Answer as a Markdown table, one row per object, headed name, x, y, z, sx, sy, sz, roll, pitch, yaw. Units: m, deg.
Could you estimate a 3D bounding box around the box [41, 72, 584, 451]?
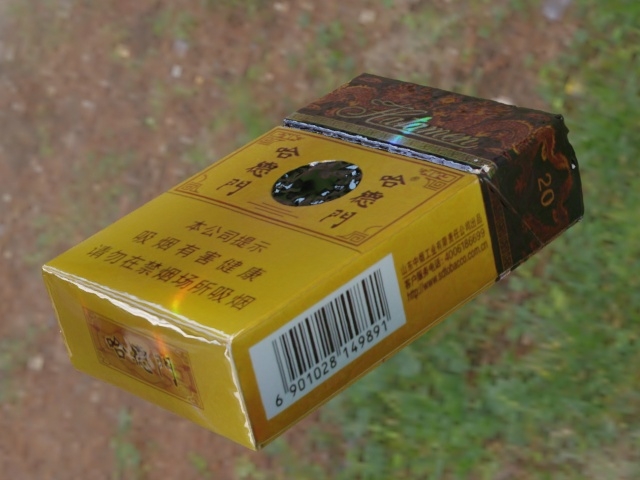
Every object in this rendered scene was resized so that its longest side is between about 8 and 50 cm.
| name | x | y | z | sx | sy | sz | roll | pitch | yaw |
| --- | --- | --- | --- | --- | --- | --- | --- | --- | --- |
| box | 0.000 | 0.000 | 1.699 | 0.264 | 0.415 | 0.116 | 17 | 131 | 46 |
